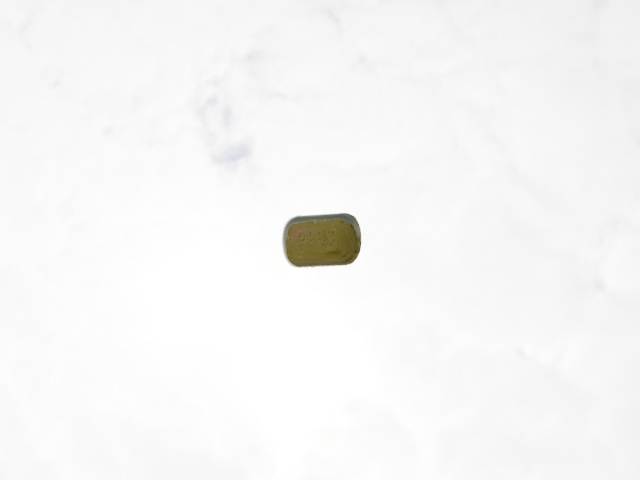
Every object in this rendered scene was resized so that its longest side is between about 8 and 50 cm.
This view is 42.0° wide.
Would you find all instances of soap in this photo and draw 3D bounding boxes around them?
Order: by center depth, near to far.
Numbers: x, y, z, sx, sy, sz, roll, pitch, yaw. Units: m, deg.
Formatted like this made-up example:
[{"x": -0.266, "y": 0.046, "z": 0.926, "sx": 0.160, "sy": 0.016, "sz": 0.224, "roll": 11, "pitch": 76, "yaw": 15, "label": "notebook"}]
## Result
[{"x": 0.000, "y": 0.000, "z": 1.357, "sx": 0.140, "sy": 0.045, "sz": 0.089, "roll": -4, "pitch": -97, "yaw": 20, "label": "soap"}]
